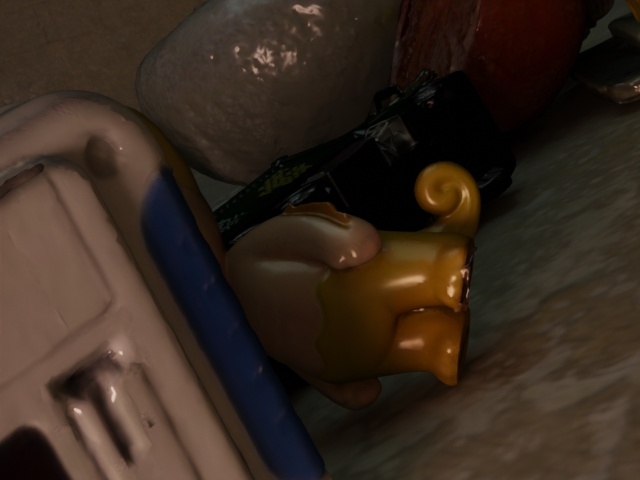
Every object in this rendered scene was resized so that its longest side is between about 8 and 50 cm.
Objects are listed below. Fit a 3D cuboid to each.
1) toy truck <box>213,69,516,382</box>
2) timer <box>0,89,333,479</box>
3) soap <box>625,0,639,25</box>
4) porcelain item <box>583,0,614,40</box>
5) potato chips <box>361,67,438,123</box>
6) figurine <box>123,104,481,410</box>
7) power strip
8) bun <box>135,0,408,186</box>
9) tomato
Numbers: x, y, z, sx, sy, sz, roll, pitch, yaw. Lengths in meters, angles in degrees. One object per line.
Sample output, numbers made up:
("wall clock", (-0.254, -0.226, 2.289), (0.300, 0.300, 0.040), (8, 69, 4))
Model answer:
("toy truck", (0.000, 0.000, 0.665), (0.121, 0.088, 0.259), (-19, 16, 46))
("timer", (-0.112, 0.086, 0.305), (0.253, 0.178, 0.078), (-38, 18, -34))
("soap", (0.122, -0.048, 0.335), (0.338, 0.169, 0.304), (-35, 11, -35))
("porcelain item", (0.190, -0.178, 0.992), (0.084, 0.054, 0.213), (-37, 1, -9))
("potato chips", (0.008, -0.045, 0.876), (0.202, 0.029, 0.220), (-51, 1, 5))
("figurine", (-0.061, 0.013, 0.495), (0.246, 0.156, 0.131), (8, 34, 9))
("power strip", (0.258, -0.169, 0.826), (0.198, 0.065, 0.213), (-27, 10, 6))
("bun", (-0.002, -0.173, 1.135), (0.361, 0.211, 0.362), (-32, 13, 8))
("tomato", (0.127, -0.166, 0.873), (0.095, 0.237, 0.237), (11, 4, -12))
